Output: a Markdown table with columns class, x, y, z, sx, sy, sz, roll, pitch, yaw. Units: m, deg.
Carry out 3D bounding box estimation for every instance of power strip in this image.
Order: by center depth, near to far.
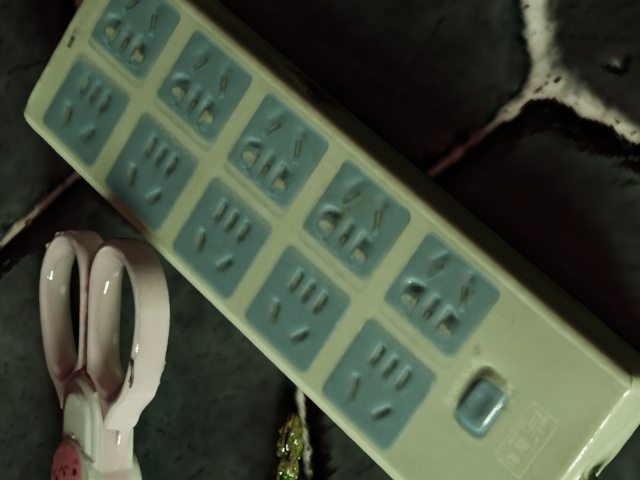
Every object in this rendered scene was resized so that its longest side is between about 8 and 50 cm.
| class | x | y | z | sx | sy | sz | roll | pitch | yaw |
| --- | --- | --- | --- | --- | --- | --- | --- | --- | --- |
| power strip | 0.000 | 0.000 | 0.682 | 0.367 | 0.043 | 0.106 | 42 | 110 | 27 |

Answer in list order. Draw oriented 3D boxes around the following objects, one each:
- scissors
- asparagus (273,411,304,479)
| class | x | y | z | sx | sy | sz | roll | pitch | yaw |
| --- | --- | --- | --- | --- | --- | --- | --- | --- | --- |
| scissors | -0.111 | 0.116 | 0.746 | 0.118 | 0.031 | 0.242 | 11 | 101 | 57 |
| asparagus | -0.025 | 0.161 | 0.710 | 0.013 | 0.016 | 0.166 | -164 | 81 | -66 |
